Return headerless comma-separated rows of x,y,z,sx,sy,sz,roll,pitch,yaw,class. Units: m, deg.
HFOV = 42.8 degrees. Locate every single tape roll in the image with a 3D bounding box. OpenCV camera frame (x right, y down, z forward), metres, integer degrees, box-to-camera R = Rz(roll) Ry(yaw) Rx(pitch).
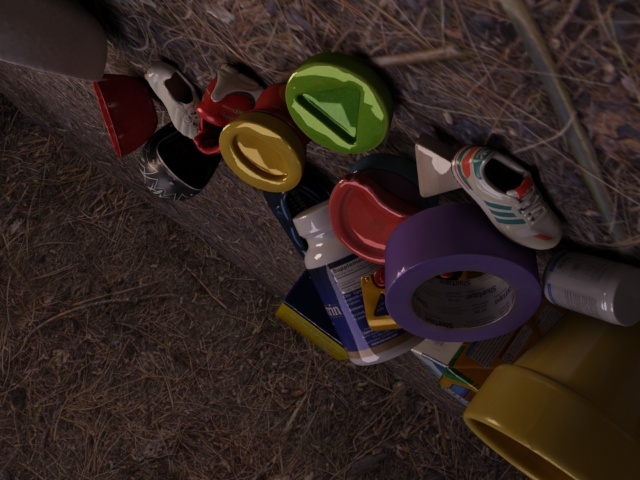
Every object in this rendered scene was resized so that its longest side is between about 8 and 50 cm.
0.174,0.044,1.014,0.188,0.080,0.189,1,141,1,tape roll

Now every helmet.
-0.304,-0.163,1.727,0.169,0.162,0.169,35,169,8,helmet

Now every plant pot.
0.343,0.193,1.004,0.254,0.239,0.254,35,168,8,plant pot

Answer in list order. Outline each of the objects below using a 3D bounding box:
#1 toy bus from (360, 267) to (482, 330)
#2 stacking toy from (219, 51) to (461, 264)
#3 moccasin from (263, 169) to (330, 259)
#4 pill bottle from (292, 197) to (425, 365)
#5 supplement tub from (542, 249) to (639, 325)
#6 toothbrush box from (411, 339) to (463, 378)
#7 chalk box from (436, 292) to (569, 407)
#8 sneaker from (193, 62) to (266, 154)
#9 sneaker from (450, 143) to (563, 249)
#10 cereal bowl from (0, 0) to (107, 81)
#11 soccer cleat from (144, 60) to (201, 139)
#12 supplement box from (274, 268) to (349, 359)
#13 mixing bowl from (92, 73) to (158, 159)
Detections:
0.162,0.080,1.183,0.202,0.190,0.105,168,94,-75,toy bus
0.056,-0.129,1.053,0.309,0.130,0.279,36,143,-9,stacking toy
0.000,0.000,1.481,0.342,0.137,0.117,44,-171,-36,moccasin
0.065,0.056,1.334,0.265,0.153,0.153,65,165,-6,pill bottle
0.318,0.053,0.948,0.071,0.071,0.107,44,168,-32,supplement tub
0.344,0.269,1.603,0.216,0.126,0.295,24,164,49,toothbrush box
0.309,0.203,1.303,0.179,0.180,0.289,34,167,12,chalk box
-0.153,-0.183,1.302,0.107,0.118,0.279,36,169,9,sneaker
0.216,-0.044,0.899,0.161,0.057,0.075,43,173,-14,sneaker
-0.525,-0.388,1.398,0.338,0.141,0.339,16,-169,-3,cereal bowl
-0.244,-0.244,1.479,0.076,0.068,0.196,24,160,38,soccer cleat
0.040,0.130,1.786,0.195,0.194,0.356,37,169,1,supplement box
-0.392,-0.266,1.670,0.181,0.098,0.182,160,90,-75,mixing bowl
